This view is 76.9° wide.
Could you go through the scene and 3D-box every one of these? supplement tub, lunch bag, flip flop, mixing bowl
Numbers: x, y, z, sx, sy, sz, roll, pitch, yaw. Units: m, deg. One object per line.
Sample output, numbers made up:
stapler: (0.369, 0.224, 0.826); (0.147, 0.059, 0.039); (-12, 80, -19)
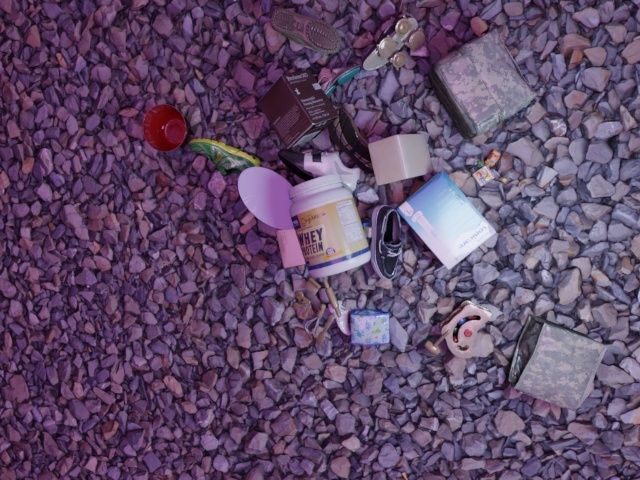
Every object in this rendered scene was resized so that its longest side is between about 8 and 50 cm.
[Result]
supplement tub: (0.025, -0.050, 1.390); (0.228, 0.228, 0.316); (-18, 90, 10)
lunch bag: (0.553, -0.528, 1.373); (0.256, 0.212, 0.305); (-32, 93, 11)
lunch bag: (0.199, 0.342, 1.595); (0.151, 0.096, 0.129); (0, 97, 18)
lunch bag: (0.852, 0.454, 1.481); (0.235, 0.169, 0.287); (19, 95, 5)
flip flop: (0.136, -0.373, 1.519); (0.277, 0.080, 0.112); (48, 128, -4)
mixing bowl: (-0.597, -0.440, 1.605); (0.181, 0.098, 0.181); (1, 98, 9)

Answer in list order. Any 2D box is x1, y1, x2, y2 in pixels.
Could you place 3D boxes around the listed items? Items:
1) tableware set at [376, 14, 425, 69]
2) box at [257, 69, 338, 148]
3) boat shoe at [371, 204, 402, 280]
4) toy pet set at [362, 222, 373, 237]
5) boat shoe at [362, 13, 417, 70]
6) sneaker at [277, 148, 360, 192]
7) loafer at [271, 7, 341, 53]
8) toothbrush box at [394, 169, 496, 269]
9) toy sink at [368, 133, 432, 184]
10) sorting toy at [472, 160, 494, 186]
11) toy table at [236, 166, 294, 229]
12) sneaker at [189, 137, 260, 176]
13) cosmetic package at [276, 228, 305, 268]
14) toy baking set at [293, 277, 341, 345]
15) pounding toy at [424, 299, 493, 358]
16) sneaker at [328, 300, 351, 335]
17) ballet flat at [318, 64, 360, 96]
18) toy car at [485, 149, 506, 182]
tableware set: (0.287, -0.700, 1.434); (0.141, 0.020, 0.169); (30, 113, -39)
box: (-0.080, -0.475, 1.463); (0.167, 0.168, 0.203); (-30, 94, 45)
boat shoe: (0.259, 0.018, 1.512); (0.108, 0.102, 0.301); (-10, 108, -23)
toy pet set: (0.216, -0.032, 1.575); (0.114, 0.065, 0.122); (-4, 105, -25)
boat shoe: (0.243, -0.720, 1.473); (0.233, 0.084, 0.079); (-41, 52, 18)
sneaker: (0.000, -0.289, 1.544); (0.330, 0.122, 0.146); (28, 82, 5)
loafer: (-0.050, -0.773, 1.492); (0.268, 0.092, 0.102); (21, 104, -11)
toothbrush box: (0.453, -0.076, 1.489); (0.216, 0.126, 0.295); (-42, 89, 10)
toy sink: (0.291, -0.296, 1.468); (0.131, 0.234, 0.153); (-9, 98, 39)
sorting toy: (0.601, -0.252, 1.503); (0.062, 0.012, 0.083); (-35, 92, 11)
toy table: (-0.201, -0.155, 1.522); (0.252, 0.161, 0.274); (-40, 105, -11)
sneaker: (-0.388, -0.319, 1.586); (0.295, 0.109, 0.123); (21, 96, 5)
cosmetic package: (0.000, 0.000, 1.571); (0.309, 0.113, 0.160); (-12, 95, 10)
toy baking set: (-0.008, 0.279, 1.624); (0.196, 0.030, 0.256); (-34, 75, 27)
pounding toy: (0.538, 0.360, 1.518); (0.154, 0.155, 0.269); (43, 101, 5)
sneaker: (0.090, 0.312, 1.628); (0.061, 0.054, 0.152); (-29, 92, 8)
ballet flat: (0.048, -0.601, 1.508); (0.213, 0.072, 0.068); (-37, 87, 11)
toy car: (0.660, -0.275, 1.477); (0.060, 0.040, 0.122); (-41, 91, 7)
